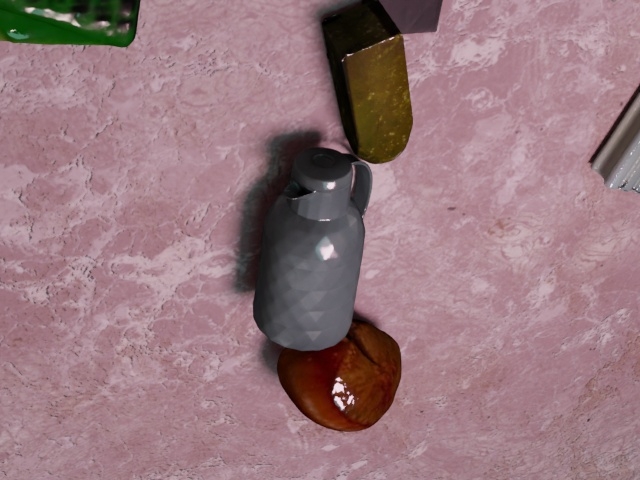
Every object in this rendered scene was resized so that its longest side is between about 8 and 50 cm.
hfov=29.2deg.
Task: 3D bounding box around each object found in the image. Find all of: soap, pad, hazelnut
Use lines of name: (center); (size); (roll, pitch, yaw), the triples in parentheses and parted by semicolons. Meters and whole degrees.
soap: (0.501, -0.164, 1.825); (0.114, 0.063, 0.198); (7, 127, -34)
pad: (0.108, -0.334, 1.513); (0.116, 0.004, 0.193); (-9, 133, -20)
hazelnut: (0.033, 0.206, 1.873); (0.204, 0.178, 0.178); (-25, 148, -51)

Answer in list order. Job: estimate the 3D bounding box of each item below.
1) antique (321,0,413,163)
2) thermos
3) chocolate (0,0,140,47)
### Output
antique: (0.067, -0.189, 1.567); (0.081, 0.080, 0.221); (-21, 139, -5)
thermos: (0.000, 0.000, 1.681); (0.182, 0.145, 0.286); (-34, 146, -41)
chocolate: (-0.327, -0.366, 1.125); (0.341, 0.161, 0.360); (-2, 134, -19)
